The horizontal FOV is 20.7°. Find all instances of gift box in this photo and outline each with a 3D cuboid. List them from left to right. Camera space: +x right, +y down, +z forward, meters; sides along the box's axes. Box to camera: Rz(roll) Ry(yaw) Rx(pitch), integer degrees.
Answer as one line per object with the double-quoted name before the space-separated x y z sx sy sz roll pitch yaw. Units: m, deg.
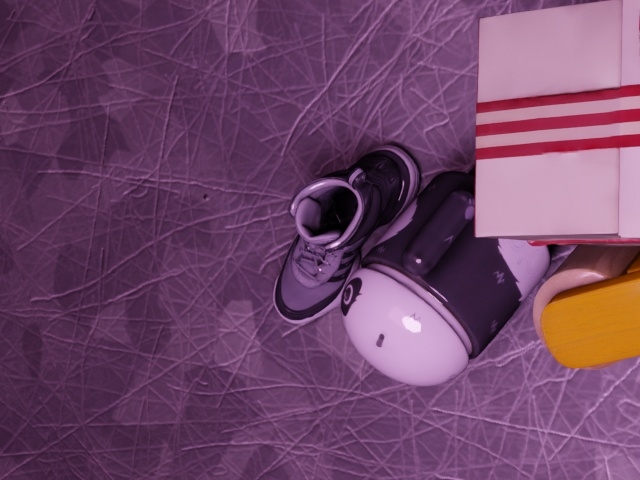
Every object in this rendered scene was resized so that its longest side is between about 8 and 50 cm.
"gift box" 0.305 -0.125 1.656 0.258 0.255 0.276 0 92 46

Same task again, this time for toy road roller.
"toy road roller" 0.415 0.101 1.858 0.329 0.202 0.240 -13 102 29

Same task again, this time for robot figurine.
"robot figurine" 0.144 0.033 1.970 0.209 0.278 0.173 51 160 -28

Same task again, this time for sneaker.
"sneaker" 0.000 0.000 2.096 0.101 0.153 0.268 44 116 17
